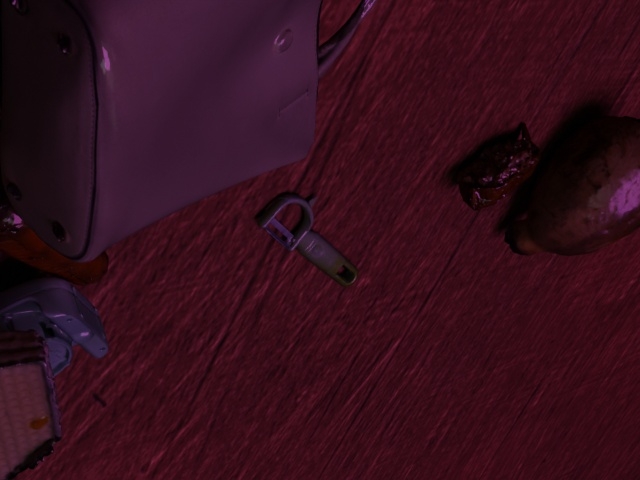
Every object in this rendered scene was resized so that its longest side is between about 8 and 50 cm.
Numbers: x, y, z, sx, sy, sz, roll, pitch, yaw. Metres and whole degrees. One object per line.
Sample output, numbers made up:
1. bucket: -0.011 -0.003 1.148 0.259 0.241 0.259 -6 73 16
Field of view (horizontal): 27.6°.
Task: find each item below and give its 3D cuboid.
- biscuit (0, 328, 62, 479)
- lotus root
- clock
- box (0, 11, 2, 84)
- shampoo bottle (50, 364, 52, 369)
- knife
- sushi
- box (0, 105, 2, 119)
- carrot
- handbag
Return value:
1. biscuit: -0.292 0.126 0.844 0.249 0.046 0.147 -8 136 -7
2. lotus root: 0.302 -0.051 1.454 0.214 0.138 0.138 -44 154 20
3. clock: -0.230 0.080 0.958 0.135 0.041 0.101 -25 155 3
4. box: -0.196 -0.140 0.752 0.125 0.027 0.126 -15 140 -44
5. shampoo bottle: -0.264 0.149 0.953 0.108 0.051 0.221 8 140 -40
6. knife: -0.001 0.000 1.218 0.054 0.015 0.212 -53 152 -3
7. sushi: 0.182 -0.071 1.328 0.120 0.052 0.055 -33 149 -23
8. box: -0.118 -0.113 0.892 0.198 0.029 0.109 -40 152 -9
9. carrot: -0.196 -0.006 0.909 0.055 0.055 0.161 -43 157 -5
10. handbag: -0.050 -0.121 0.834 0.315 0.109 0.241 -24 144 -35
